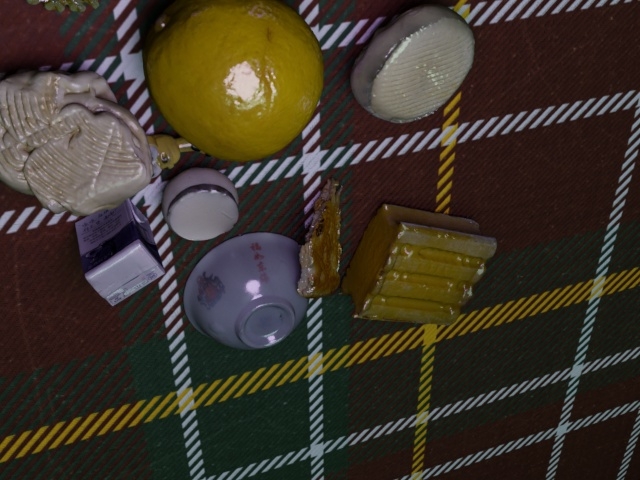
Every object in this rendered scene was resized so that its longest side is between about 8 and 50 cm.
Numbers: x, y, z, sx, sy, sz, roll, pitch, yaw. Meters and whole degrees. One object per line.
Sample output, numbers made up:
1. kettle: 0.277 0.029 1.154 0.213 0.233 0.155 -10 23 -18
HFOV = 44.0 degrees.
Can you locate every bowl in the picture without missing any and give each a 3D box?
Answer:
1. bowl: -0.154 0.162 1.952 0.345 0.157 0.346 -12 127 -16

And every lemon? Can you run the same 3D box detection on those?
1. lemon: -0.163 -0.317 1.497 0.347 0.348 0.348 -12 127 -16

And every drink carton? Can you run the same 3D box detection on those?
1. drink carton: -0.428 0.013 1.674 0.134 0.222 0.102 -34 130 1

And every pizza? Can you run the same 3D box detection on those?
1. pizza: 0.001 0.000 1.910 0.189 0.071 0.297 -22 123 -60

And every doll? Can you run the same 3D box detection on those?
1. doll: -0.291 -0.199 1.676 0.290 0.086 0.117 -14 144 -16

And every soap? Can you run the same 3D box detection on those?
1. soap: 0.255 0.071 2.076 0.334 0.156 0.294 7 117 -29

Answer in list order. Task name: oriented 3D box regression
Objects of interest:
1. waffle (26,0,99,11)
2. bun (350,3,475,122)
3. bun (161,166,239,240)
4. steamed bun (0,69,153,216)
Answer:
1. waffle: -0.461 -0.499 1.415 0.169 0.036 0.184 -3 125 -25
2. bun: 0.194 -0.393 1.724 0.287 0.146 0.287 -19 144 -15
3. bun: -0.268 -0.090 1.742 0.172 0.120 0.173 -11 135 -11
4. steamed bun: -0.474 -0.189 1.522 0.288 0.203 0.276 -8 100 -7
